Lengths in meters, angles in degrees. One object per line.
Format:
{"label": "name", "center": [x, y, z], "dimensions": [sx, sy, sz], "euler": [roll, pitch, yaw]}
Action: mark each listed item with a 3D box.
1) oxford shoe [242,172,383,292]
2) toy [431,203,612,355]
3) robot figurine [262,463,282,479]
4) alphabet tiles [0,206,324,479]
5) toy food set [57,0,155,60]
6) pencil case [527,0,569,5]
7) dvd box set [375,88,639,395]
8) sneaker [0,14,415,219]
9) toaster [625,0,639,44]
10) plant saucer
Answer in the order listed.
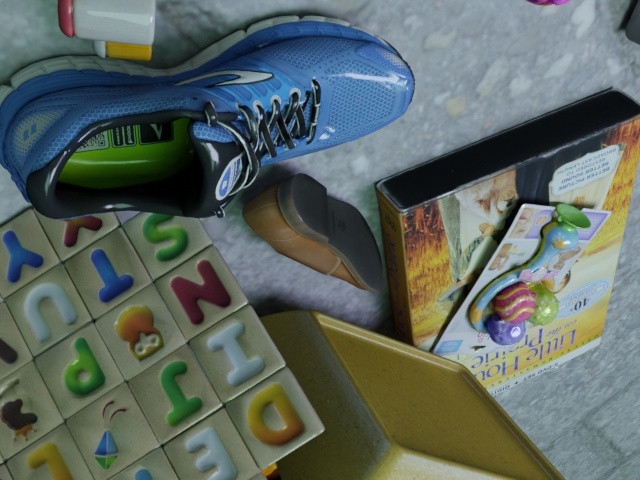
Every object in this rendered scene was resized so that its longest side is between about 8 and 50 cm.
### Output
{"label": "oxford shoe", "center": [0.000, 0.000, 0.718], "dimensions": [0.076, 0.076, 0.212], "euler": [-17, 146, 28]}
{"label": "toy", "center": [0.240, 0.066, 0.816], "dimensions": [0.137, 0.056, 0.237], "euler": [2, 126, -28]}
{"label": "robot figurine", "center": [-0.050, 0.270, 0.900], "dimensions": [0.291, 0.085, 0.211], "euler": [-22, 135, -10]}
{"label": "alphabet tiles", "center": [-0.175, 0.127, 0.549], "dimensions": [0.285, 0.342, 0.011], "euler": [-33, 167, 0]}
{"label": "toy food set", "center": [-0.148, -0.211, 0.410], "dimensions": [0.105, 0.111, 0.232], "euler": [2, 128, -15]}
{"label": "pencil case", "center": [0.258, -0.287, 0.572], "dimensions": [0.236, 0.104, 0.104], "euler": [-31, 136, 3]}
{"label": "dvd box set", "center": [0.235, 0.047, 0.880], "dimensions": [0.308, 0.062, 0.420], "euler": [-21, 135, -10]}
{"label": "sneaker", "center": [-0.070, -0.078, 0.539], "dimensions": [0.330, 0.147, 0.129], "euler": [-17, 134, -17]}
{"label": "toaster", "center": [0.423, -0.257, 0.685], "dimensions": [0.186, 0.110, 0.168], "euler": [-7, 131, -24]}
{"label": "plant saucer", "center": [0.097, 0.188, 0.703], "dimensions": [0.333, 0.333, 0.080], "euler": [22, 105, -27]}
